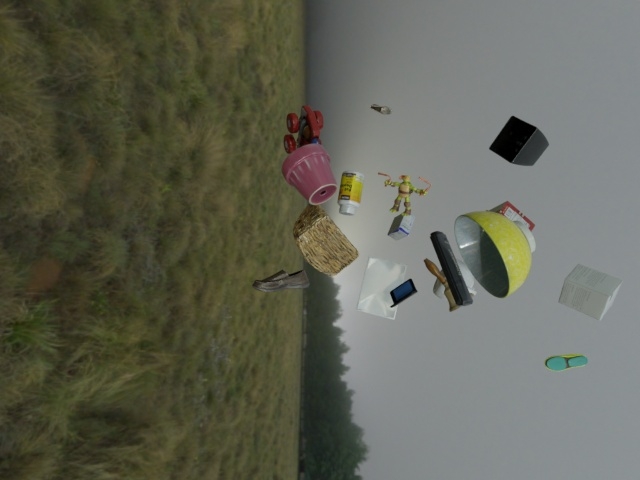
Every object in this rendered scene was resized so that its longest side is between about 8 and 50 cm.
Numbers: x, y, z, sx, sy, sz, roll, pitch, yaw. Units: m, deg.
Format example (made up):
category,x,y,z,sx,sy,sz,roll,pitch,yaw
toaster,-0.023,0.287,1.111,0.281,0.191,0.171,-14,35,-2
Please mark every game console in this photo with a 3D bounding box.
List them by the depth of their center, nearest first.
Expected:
category,x,y,z,sx,sy,sz,roll,pitch,yaw
game console,0.347,0.226,1.723,0.071,0.122,0.107,58,24,16

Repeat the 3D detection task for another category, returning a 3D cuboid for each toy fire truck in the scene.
category,x,y,z,sx,sy,sz,roll,pitch,yaw
toy fire truck,-0.059,-0.497,1.997,0.302,0.170,0.253,104,-34,-48

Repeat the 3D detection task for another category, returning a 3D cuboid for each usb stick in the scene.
category,x,y,z,sx,sy,sz,roll,pitch,yaw
usb stick,0.451,0.095,1.381,0.045,0.077,0.277,-40,-124,43

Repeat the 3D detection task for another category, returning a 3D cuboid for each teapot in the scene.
category,x,y,z,sx,sy,sz,roll,pitch,yaw
teapot,0.743,0.231,2.167,0.256,0.187,0.252,-55,169,-39

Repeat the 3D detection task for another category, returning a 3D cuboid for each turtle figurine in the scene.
category,x,y,z,sx,sy,sz,roll,pitch,yaw
turtle figurine,0.410,-0.243,2.017,0.087,0.270,0.217,-45,147,-57

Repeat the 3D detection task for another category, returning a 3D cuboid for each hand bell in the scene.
category,x,y,z,sx,sy,sz,roll,pitch,yaw
hand bell,0.532,0.174,1.729,0.242,0.126,0.126,53,-10,10

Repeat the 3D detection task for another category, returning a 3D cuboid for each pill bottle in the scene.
category,x,y,z,sx,sy,sz,roll,pitch,yaw
pill bottle,0.152,-0.239,2.035,0.117,0.118,0.214,104,-4,-83

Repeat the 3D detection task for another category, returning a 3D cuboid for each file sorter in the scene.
category,x,y,z,sx,sy,sz,roll,pitch,yaw
file sorter,0.308,0.239,2.050,0.173,0.193,0.277,46,58,-82

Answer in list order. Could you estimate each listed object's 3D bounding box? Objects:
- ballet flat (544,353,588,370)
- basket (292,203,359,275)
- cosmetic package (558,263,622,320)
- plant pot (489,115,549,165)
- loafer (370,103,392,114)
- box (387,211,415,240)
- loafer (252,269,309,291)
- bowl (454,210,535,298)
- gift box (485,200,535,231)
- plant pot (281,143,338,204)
category,x,y,z,sx,sy,sz,roll,pitch,yaw
ballet flat,1.224,0.611,2.020,0.077,0.231,0.077,152,-66,-83
basket,0.000,0.000,1.890,0.299,0.214,0.223,49,3,-31
cosmetic package,1.223,0.232,1.820,0.184,0.152,0.151,29,-40,40
plant pot,0.986,-0.466,1.954,0.188,0.167,0.187,-60,-151,24
loafer,0.333,-0.723,2.212,0.039,0.125,0.045,-33,140,-50
box,0.473,-0.085,2.343,0.137,0.072,0.126,-63,-168,-24
loafer,-0.255,0.246,2.548,0.134,0.367,0.129,-168,-106,-70
bowl,0.565,0.019,1.252,0.289,0.156,0.289,155,-90,-87
gift box,1.032,-0.069,2.341,0.276,0.255,0.258,45,-22,2
plant pot,-0.029,-0.249,1.583,0.180,0.202,0.201,61,-12,20
